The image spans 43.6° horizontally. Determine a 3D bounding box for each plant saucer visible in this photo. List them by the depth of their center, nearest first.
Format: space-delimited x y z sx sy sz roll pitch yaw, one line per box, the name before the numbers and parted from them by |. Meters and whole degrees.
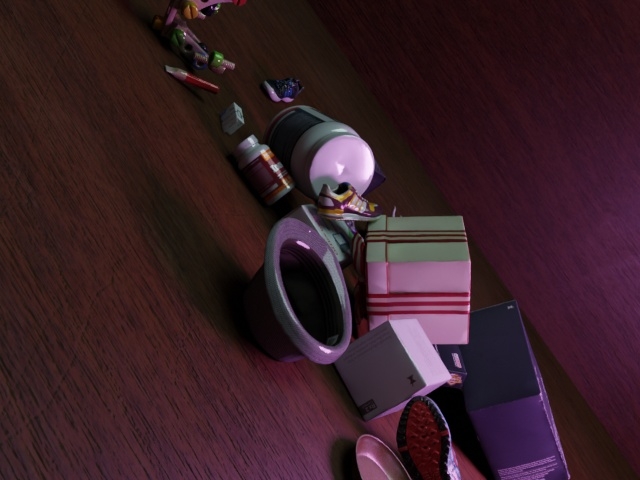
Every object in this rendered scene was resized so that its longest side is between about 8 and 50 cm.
plant saucer | 0.111 0.439 1.409 0.198 0.036 0.199 47 18 -21

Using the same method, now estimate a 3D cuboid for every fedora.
fedora | -0.055 0.109 1.446 0.243 0.124 0.276 30 40 -47

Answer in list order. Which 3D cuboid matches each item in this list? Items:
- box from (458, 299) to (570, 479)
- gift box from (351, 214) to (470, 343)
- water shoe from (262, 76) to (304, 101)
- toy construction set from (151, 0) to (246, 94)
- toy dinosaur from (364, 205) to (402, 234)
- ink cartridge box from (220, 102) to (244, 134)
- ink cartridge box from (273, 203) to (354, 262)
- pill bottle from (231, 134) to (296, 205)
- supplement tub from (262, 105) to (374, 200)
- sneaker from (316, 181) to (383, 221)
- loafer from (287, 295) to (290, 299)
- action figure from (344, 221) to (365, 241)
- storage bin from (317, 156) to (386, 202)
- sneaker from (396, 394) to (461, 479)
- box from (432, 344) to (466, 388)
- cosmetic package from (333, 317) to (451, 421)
box | 0.470 0.386 2.007 0.343 0.178 0.313 -87 156 -56
gift box | 0.203 0.088 1.839 0.276 0.258 0.255 -82 170 -66
water shoe | -0.113 -0.474 2.450 0.073 0.080 0.203 54 18 3
toy construction set | -0.326 -0.519 1.874 0.237 0.257 0.309 17 60 -34
toy dinosaur | 0.184 -0.007 2.339 0.160 0.121 0.313 47 20 18
ink cartridge box | -0.210 -0.285 1.910 0.028 0.048 0.083 40 24 -37
ink cartridge box | 0.000 0.000 1.846 0.154 0.093 0.212 57 20 8
pill bottle | -0.131 -0.161 1.820 0.152 0.086 0.086 52 18 -5
supplement tub | -0.009 -0.205 1.918 0.191 0.191 0.272 41 -1 -34
sneaker | 0.074 -0.089 1.802 0.185 0.084 0.069 -3 15 -42
loafer | -0.044 0.108 1.604 0.050 0.056 0.148 58 8 14
action figure | 0.105 0.019 2.075 0.285 0.099 0.185 49 13 -25
storage bin | 0.072 -0.162 2.179 0.122 0.180 0.084 23 34 -58
sneaker | 0.214 0.422 1.571 0.125 0.104 0.262 -51 127 -80
box | 0.239 0.252 1.906 0.175 0.051 0.220 11 29 -8
cosmetic package | 0.147 0.261 1.638 0.151 0.151 0.183 60 18 17
